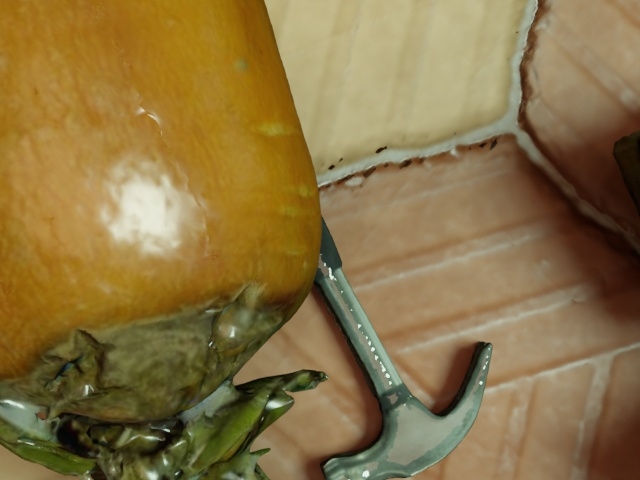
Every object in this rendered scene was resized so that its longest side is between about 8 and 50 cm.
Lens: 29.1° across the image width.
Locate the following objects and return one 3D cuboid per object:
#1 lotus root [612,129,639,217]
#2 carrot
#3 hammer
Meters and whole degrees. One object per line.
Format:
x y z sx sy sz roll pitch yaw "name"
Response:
0.251 -0.037 0.568 0.235 0.138 0.119 -20 94 -4 "lotus root"
-0.107 -0.028 0.524 0.214 0.193 0.331 -21 84 8 "carrot"
0.000 0.000 0.614 0.103 0.029 0.246 -27 87 -2 "hammer"
